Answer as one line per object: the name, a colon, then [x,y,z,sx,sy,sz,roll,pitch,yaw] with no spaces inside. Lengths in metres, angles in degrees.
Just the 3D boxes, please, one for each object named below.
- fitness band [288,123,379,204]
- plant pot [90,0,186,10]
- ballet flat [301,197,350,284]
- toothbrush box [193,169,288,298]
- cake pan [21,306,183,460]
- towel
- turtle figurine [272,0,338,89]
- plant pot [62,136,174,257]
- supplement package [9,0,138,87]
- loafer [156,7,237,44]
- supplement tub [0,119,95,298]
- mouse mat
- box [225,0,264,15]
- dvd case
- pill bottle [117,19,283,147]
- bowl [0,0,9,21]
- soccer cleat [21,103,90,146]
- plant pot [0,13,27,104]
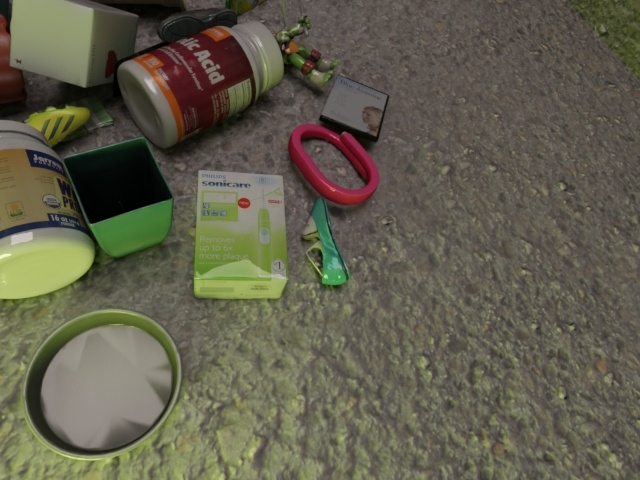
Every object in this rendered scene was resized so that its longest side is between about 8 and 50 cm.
fitness band: [0.037,-0.217,1.321,0.208,0.054,0.291,-19,62,-36]
plant pot: [-0.579,-0.824,1.385,0.305,0.334,0.334,-11,66,-8]
ballet flat: [0.000,0.000,1.212,0.087,0.083,0.248,-15,65,-6]
toothbrush box: [-0.191,-0.014,1.144,0.206,0.122,0.284,3,61,-14]
cake pan: [-0.426,0.280,0.963,0.292,0.054,0.293,6,62,-11]
towel: [-0.632,-0.320,1.247,0.152,0.023,0.113,-30,74,-26]
turtle figurine: [-0.057,-0.601,1.427,0.266,0.198,0.275,34,100,-15]
plant pot: [-0.424,-0.071,1.046,0.165,0.234,0.166,-22,71,-24]
supplement package: [-0.590,-0.495,1.183,0.175,0.178,0.293,15,22,-7]
loafer: [-0.382,-0.654,1.465,0.267,0.096,0.084,-30,53,-33]
supplement tub: [-0.624,-0.065,0.994,0.228,0.228,0.316,-20,70,-23]
mouse mat: [-0.475,-0.445,1.264,0.152,0.189,0.007,-37,94,-27]
box: [-0.238,-0.804,1.561,0.043,0.105,0.179,42,61,10]
dvd case: [0.108,-0.404,1.457,0.180,0.022,0.253,21,47,-3]
pill bottle: [-0.302,-0.425,1.273,0.392,0.224,0.224,-37,76,-28]
bowl: [-0.955,-0.630,1.247,0.311,0.163,0.312,6,62,-12]
soccer cleat: [-0.683,-0.236,1.151,0.289,0.093,0.121,-28,103,-19]
plant pot: [-0.856,-0.414,1.116,0.265,0.272,0.273,-18,68,-31]
